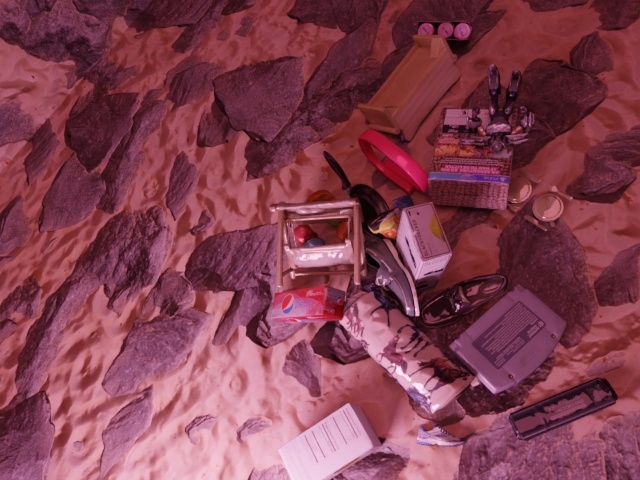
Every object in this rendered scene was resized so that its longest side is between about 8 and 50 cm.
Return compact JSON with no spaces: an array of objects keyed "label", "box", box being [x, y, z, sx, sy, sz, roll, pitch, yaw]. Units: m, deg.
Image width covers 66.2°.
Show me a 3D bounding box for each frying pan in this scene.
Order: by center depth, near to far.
[{"label":"frying pan","box":[0.108,-0.124,1.577,0.053,0.326,0.197,-33,35,42]}]

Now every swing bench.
[{"label":"swing bench","box":[0.000,0.000,1.478,0.253,0.165,0.254,-3,95,13]}]

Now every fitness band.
[{"label":"fitness band","box":[0.240,-0.254,1.608,0.054,0.209,0.291,-45,62,-4]}]

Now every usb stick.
[{"label":"usb stick","box":[0.641,0.449,1.307,0.278,0.045,0.077,-26,58,7]}]

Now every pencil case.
[{"label":"pencil case","box":[0.249,0.310,1.420,0.183,0.160,0.410,-39,63,-14]}]

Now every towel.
[{"label":"towel","box":[0.285,-0.093,1.634,0.067,0.029,0.119,-21,65,9]}]

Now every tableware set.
[{"label":"tableware set","box":[0.660,-0.126,1.522,0.194,0.039,0.128,41,98,32]}]

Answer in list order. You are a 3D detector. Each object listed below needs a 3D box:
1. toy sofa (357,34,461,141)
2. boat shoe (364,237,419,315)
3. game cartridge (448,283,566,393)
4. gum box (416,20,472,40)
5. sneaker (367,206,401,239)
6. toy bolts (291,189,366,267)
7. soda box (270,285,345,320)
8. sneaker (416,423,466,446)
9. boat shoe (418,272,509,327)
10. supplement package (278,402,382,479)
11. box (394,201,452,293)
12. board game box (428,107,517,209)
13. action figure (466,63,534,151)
[{"label":"toy sofa","box":[0.318,-0.537,1.743,0.362,0.177,0.150,-52,40,-6]},{"label":"boat shoe","box":[0.210,0.116,1.488,0.099,0.116,0.319,-15,41,-4]},{"label":"game cartridge","box":[0.529,0.277,1.368,0.294,0.060,0.196,-36,59,-15]},{"label":"gum box","box":[0.455,-0.758,1.779,0.188,0.107,0.062,10,113,21]},{"label":"sneaker","box":[0.216,-0.044,1.535,0.081,0.208,0.094,-20,93,31]},{"label":"toy bolts","box":[0.019,-0.025,1.601,0.228,0.218,0.158,-40,53,10]},{"label":"soda box","box":[-0.043,0.204,1.530,0.263,0.083,0.092,-15,60,48]},{"label":"sneaker","box":[0.335,0.542,1.368,0.135,0.052,0.058,-3,65,16]},{"label":"boat shoe","box":[0.420,0.169,1.456,0.285,0.092,0.102,-24,65,8]},{"label":"supplement package","box":[0.030,0.589,1.398,0.244,0.139,0.133,-34,62,4]},{"label":"box","box":[0.291,0.033,1.434,0.087,0.290,0.169,-14,65,-3]},{"label":"board game box","box":[0.481,-0.262,1.548,0.232,0.141,0.291,7,63,20]},{"label":"action figure","box":[0.533,-0.382,1.462,0.185,0.099,0.285,7,66,14]}]
